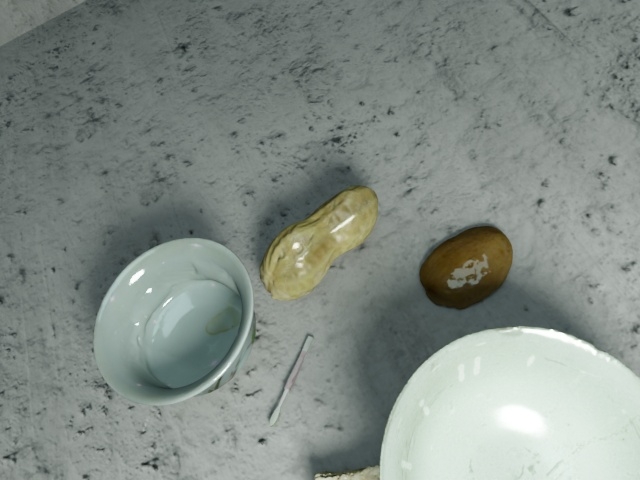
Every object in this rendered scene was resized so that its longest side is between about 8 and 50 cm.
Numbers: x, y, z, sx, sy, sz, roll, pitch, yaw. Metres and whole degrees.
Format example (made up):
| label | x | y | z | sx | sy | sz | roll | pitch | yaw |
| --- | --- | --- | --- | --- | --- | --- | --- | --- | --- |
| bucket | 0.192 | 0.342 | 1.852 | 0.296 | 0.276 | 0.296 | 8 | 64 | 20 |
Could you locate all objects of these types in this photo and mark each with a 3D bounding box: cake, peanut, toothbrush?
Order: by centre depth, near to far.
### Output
| label | x | y | z | sx | sy | sz | roll | pitch | yaw |
| --- | --- | --- | --- | --- | --- | --- | --- | --- | --- |
| cake | 0.095 | 0.444 | 0.928 | 0.220 | 0.086 | 0.117 | -10 | 60 | 12 |
| toothbrush | -0.057 | 0.283 | 1.103 | 0.014 | 0.017 | 0.194 | 15 | 68 | 25 |
| peanut | 0.000 | 0.000 | 1.167 | 0.313 | 0.149 | 0.149 | -37 | 58 | -6 |

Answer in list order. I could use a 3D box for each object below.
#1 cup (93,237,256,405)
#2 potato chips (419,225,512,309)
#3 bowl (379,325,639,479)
| label | x | y | z | sx | sy | sz | roll | pitch | yaw |
| --- | --- | --- | --- | --- | --- | --- | --- | --- | --- |
| cup | -0.273 | 0.182 | 1.139 | 0.347 | 0.163 | 0.347 | -8 | 60 | 14 |
| potato chips | 0.295 | 0.048 | 1.106 | 0.201 | 0.049 | 0.150 | -34 | 53 | 4 |
| bowl | 0.303 | 0.365 | 0.828 | 0.434 | 0.196 | 0.435 | -2 | 64 | 4 |
